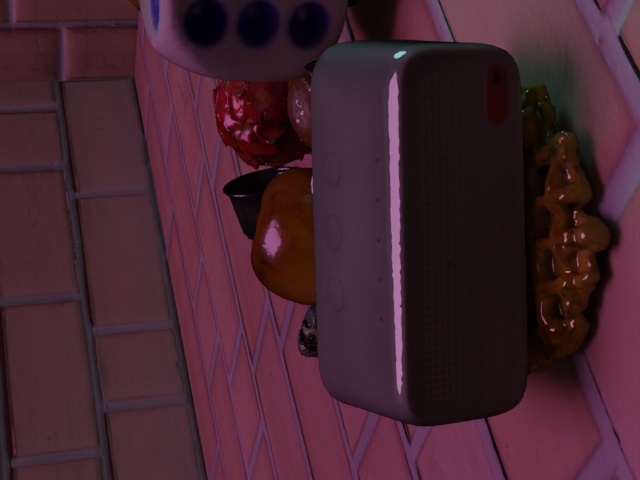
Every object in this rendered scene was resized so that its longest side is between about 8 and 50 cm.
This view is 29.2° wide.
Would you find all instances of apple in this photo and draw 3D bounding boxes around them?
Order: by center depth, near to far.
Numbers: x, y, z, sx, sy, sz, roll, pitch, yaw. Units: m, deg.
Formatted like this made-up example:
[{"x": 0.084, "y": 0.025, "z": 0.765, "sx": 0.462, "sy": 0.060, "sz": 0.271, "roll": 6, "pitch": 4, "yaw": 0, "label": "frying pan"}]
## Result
[{"x": 0.000, "y": 0.000, "z": 1.921, "sx": 0.237, "sy": 0.207, "sz": 0.237, "roll": -168, "pitch": 90, "yaw": -86, "label": "apple"}]

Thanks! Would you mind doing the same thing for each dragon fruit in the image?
[{"x": -0.084, "y": -0.224, "z": 2.140, "sx": 0.205, "sy": 0.210, "sz": 0.268, "roll": -65, "pitch": -23, "yaw": -9, "label": "dragon fruit"}]

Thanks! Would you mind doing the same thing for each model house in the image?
[{"x": 0.001, "y": 0.152, "z": 2.134, "sx": 0.066, "sy": 0.079, "sz": 0.083, "roll": -112, "pitch": 25, "yaw": -44, "label": "model house"}]

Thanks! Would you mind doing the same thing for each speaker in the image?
[{"x": 0.108, "y": -0.011, "z": 1.304, "sx": 0.184, "sy": 0.183, "sz": 0.406, "roll": -165, "pitch": 72, "yaw": -66, "label": "speaker"}]

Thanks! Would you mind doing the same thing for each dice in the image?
[{"x": -0.120, "y": -0.424, "z": 1.787, "sx": 0.304, "sy": 0.277, "sz": 0.304, "roll": -115, "pitch": 29, "yaw": -54, "label": "dice"}]

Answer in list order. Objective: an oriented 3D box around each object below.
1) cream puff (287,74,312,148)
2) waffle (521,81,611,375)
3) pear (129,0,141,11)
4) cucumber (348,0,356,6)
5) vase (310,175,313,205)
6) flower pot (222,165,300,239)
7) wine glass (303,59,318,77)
[{"x": 0.017, "y": -0.214, "z": 1.907, "sx": 0.165, "sy": 0.115, "sz": 0.150, "roll": -141, "pitch": 41, "yaw": -57, "label": "cream puff"}, {"x": 0.216, "y": -0.014, "z": 1.342, "sx": 0.307, "sy": 0.060, "sz": 0.312, "roll": 108, "pitch": 154, "yaw": -49, "label": "waffle"}, {"x": -0.230, "y": -0.493, "z": 2.060, "sx": 0.271, "sy": 0.271, "sz": 0.271, "roll": 176, "pitch": 90, "yaw": -75, "label": "pear"}, {"x": 0.037, "y": -0.474, "z": 1.852, "sx": 0.074, "sy": 0.074, "sz": 0.241, "roll": -114, "pitch": 26, "yaw": -51, "label": "cucumber"}, {"x": 0.100, "y": 0.012, "z": 1.581, "sx": 0.251, "sy": 0.156, "sz": 0.301, "roll": 55, "pitch": -174, "yaw": -31, "label": "vase"}, {"x": -0.098, "y": -0.066, "z": 2.326, "sx": 0.157, "sy": 0.157, "sz": 0.107, "roll": -137, "pitch": 34, "yaw": -68, "label": "flower pot"}, {"x": 0.054, "y": -0.137, "z": 1.738, "sx": 0.156, "sy": 0.156, "sz": 0.232, "roll": -131, "pitch": 37, "yaw": -65, "label": "wine glass"}]
